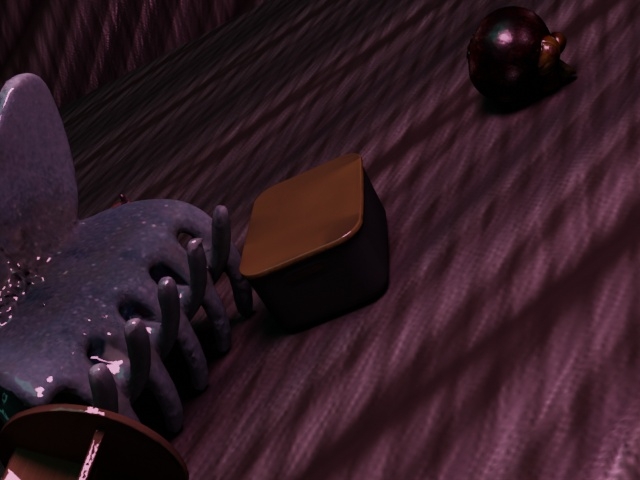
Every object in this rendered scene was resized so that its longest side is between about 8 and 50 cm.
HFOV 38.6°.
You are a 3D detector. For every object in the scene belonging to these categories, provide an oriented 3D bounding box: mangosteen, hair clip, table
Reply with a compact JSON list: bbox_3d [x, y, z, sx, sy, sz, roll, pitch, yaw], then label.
[{"bbox_3d":[0.253,-0.231,1.152,0.140,0.140,0.140,-24,26,13],"label":"mangosteen"},{"bbox_3d":[-0.237,0.074,0.936,0.238,0.392,0.318,11,39,17],"label":"hair clip"},{"bbox_3d":[-0.210,0.268,0.709,0.167,0.167,0.226,-18,37,25],"label":"table"}]

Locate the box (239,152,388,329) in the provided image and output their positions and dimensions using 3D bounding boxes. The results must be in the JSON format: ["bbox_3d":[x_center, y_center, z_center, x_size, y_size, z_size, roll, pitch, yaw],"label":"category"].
[{"bbox_3d":[0.000,0.000,1.018,0.144,0.090,0.201,-24,26,14],"label":"box"}]

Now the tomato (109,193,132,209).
[{"bbox_3d":[-0.323,0.049,1.253,0.199,0.112,0.228,-19,23,51],"label":"tomato"}]
